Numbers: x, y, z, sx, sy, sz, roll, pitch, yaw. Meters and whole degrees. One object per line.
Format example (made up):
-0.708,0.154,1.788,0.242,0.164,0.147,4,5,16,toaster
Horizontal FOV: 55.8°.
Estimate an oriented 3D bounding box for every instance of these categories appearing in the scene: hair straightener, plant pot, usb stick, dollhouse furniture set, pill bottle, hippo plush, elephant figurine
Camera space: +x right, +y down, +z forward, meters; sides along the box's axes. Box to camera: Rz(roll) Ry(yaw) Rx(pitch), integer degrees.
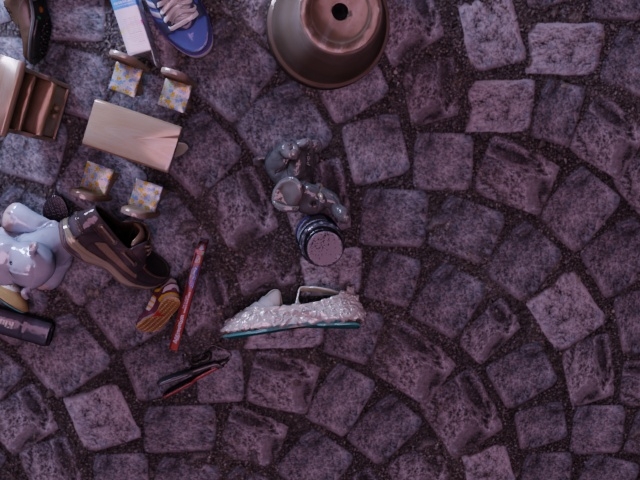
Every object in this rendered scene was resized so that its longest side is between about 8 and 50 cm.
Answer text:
-0.365,0.365,1.737,0.231,0.047,0.089,-24,104,-1,hair straightener
0.028,-0.534,1.468,0.323,0.280,0.323,-1,103,-5,plant pot
-0.870,0.220,1.652,0.278,0.045,0.077,19,100,-9,usb stick
-0.543,-0.278,1.440,0.394,0.256,0.362,18,95,-1,dollhouse furniture set
0.000,0.000,1.609,0.123,0.219,0.122,-1,102,-6,pill bottle
-0.719,0.063,1.516,0.294,0.236,0.234,13,114,-7,hippo plush
-0.051,-0.136,1.590,0.169,0.186,0.239,-12,87,-25,elephant figurine

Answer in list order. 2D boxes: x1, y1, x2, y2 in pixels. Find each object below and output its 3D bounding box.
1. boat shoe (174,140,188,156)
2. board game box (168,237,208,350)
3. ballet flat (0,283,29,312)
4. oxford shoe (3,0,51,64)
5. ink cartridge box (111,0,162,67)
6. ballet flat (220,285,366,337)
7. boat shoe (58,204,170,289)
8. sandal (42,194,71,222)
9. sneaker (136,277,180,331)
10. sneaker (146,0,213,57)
-0.420,-0.244,1.601,0.137,0.043,0.049,-14,138,-3,boat shoe
-0.357,0.142,1.640,0.027,0.145,0.281,16,100,-8,board game box
-0.868,0.105,1.613,0.232,0.080,0.073,36,86,-13,ballet flat
-0.721,-0.550,1.482,0.096,0.083,0.227,10,111,3,oxford shoe
-0.457,-0.515,1.506,0.062,0.104,0.181,-16,103,-2,ink cartridge box
-0.078,0.199,1.709,0.409,0.147,0.146,-4,103,-8,ballet flat
-0.485,0.022,1.522,0.130,0.355,0.132,-34,60,11,boat shoe
-0.696,-0.041,1.623,0.067,0.040,0.179,-3,117,0,sandal
-0.450,0.183,1.686,0.070,0.083,0.185,29,123,-36,sneaker
-0.369,-0.593,1.431,0.130,0.236,0.322,-27,103,0,sneaker
